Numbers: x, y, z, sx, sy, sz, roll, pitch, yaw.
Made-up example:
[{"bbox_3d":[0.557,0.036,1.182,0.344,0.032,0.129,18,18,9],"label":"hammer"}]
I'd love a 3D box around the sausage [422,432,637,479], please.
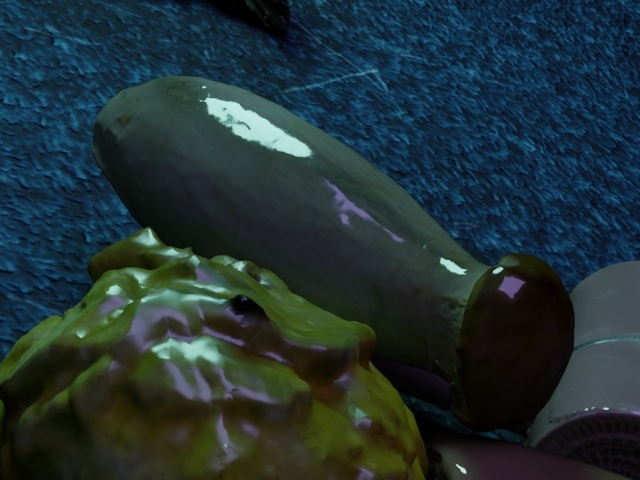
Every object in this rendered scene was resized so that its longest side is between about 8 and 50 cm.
[{"bbox_3d":[0.163,0.195,0.943,0.253,0.123,0.123,19,32,-4],"label":"sausage"}]

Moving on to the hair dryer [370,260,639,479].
[{"bbox_3d":[0.098,0.070,1.100,0.352,0.125,0.210,20,31,5],"label":"hair dryer"}]

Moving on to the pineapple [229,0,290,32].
[{"bbox_3d":[-0.138,-0.281,1.448,0.277,0.119,0.130,18,14,-13],"label":"pineapple"}]

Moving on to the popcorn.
[{"bbox_3d":[-0.051,0.095,0.881,0.233,0.192,0.266,5,41,-29],"label":"popcorn"}]

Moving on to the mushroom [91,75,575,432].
[{"bbox_3d":[0.000,0.000,1.005,0.350,0.128,0.128,29,30,32],"label":"mushroom"}]
